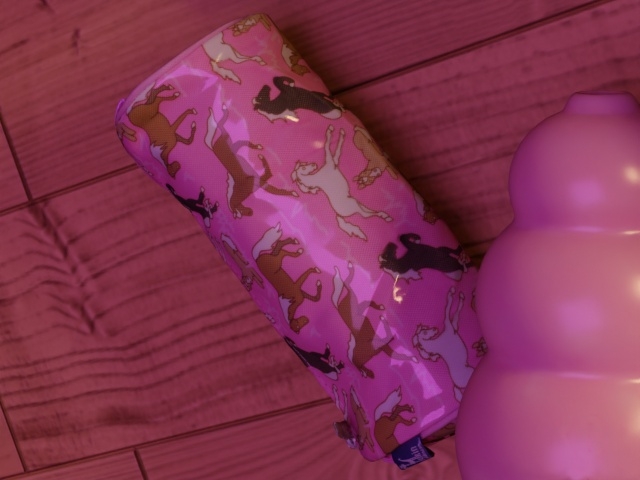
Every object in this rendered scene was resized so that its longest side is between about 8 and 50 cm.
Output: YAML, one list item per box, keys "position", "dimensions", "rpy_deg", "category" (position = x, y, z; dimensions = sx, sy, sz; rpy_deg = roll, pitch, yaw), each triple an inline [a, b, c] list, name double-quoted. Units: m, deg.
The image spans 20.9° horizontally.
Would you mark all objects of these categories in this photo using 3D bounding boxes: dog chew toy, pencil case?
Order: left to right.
- position: [0.000, 0.000, 1.401]
  dimensions: [0.386, 0.167, 0.160]
  rpy_deg: [53, 157, 7]
  category: "pencil case"
- position: [0.198, 0.060, 1.229]
  dimensions: [0.206, 0.206, 0.332]
  rpy_deg: [3, 100, 28]
  category: "dog chew toy"
